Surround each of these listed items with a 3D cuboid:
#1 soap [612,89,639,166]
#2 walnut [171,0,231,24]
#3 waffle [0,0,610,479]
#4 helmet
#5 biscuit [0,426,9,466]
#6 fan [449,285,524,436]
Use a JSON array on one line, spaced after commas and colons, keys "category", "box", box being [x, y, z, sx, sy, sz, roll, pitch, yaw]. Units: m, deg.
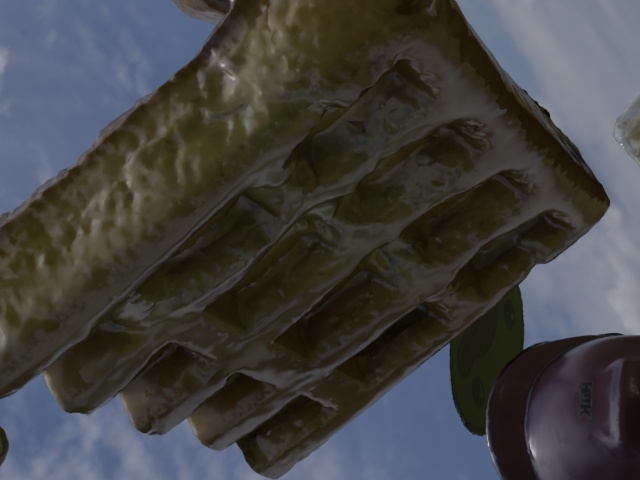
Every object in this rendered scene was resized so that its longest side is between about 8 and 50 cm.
[{"category": "soap", "box": [0.398, -0.093, 0.761, 0.156, 0.335, 0.293, 21, -150, -41]}, {"category": "walnut", "box": [-0.071, -0.264, 0.833, 0.245, 0.198, 0.198, 46, -159, 18]}, {"category": "waffle", "box": [0.000, 0.000, 0.648, 0.077, 0.304, 0.348, 58, -167, 29]}, {"category": "helmet", "box": [0.365, 0.220, 1.246, 0.338, 0.197, 0.271, 30, -126, -23]}, {"category": "biscuit", "box": [-0.388, 0.246, 1.267, 0.071, 0.147, 0.018, 32, -158, -5]}, {"category": "fan", "box": [0.184, 0.086, 1.366, 0.230, 0.011, 0.335, -62, -41, -38]}]
